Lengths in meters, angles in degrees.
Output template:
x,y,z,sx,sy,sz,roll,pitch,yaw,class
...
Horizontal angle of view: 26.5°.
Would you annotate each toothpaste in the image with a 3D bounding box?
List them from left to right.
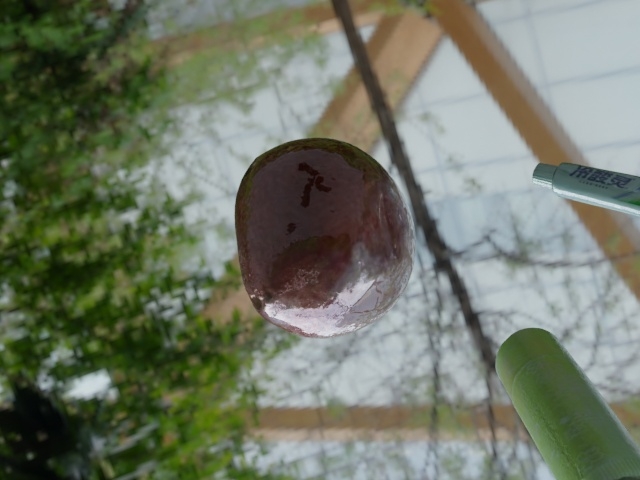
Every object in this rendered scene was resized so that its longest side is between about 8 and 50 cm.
x,y,z,sx,sy,sz,roll,pitch,yaw,class
0.425,-0.059,1.826,0.297,0.048,0.075,16,-124,31,toothpaste

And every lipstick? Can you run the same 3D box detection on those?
x,y,z,sx,sy,sz,roll,pitch,yaw,class
0.220,0.163,1.168,0.076,0.076,0.304,-17,-159,0,lipstick

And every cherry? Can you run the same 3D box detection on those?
x,y,z,sx,sy,sz,roll,pitch,yaw,class
0.000,0.000,1.733,0.221,0.261,0.307,-25,-166,29,cherry
